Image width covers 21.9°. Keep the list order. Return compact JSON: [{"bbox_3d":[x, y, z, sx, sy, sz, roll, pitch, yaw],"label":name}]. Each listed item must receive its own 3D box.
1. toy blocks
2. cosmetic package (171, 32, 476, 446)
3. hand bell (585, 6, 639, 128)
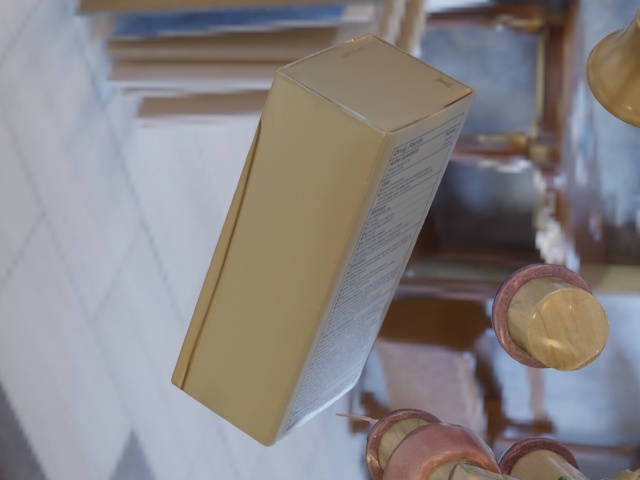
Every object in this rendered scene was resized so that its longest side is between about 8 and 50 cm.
[{"bbox_3d":[0.169,0.146,0.948,0.260,0.288,0.309,-142,-110,-80],"label":"toy blocks"},{"bbox_3d":[0.000,0.000,1.371,0.160,0.113,0.309,-28,144,-55],"label":"cosmetic package"},{"bbox_3d":[0.317,-0.217,1.426,0.242,0.126,0.126,99,6,-54],"label":"hand bell"}]
